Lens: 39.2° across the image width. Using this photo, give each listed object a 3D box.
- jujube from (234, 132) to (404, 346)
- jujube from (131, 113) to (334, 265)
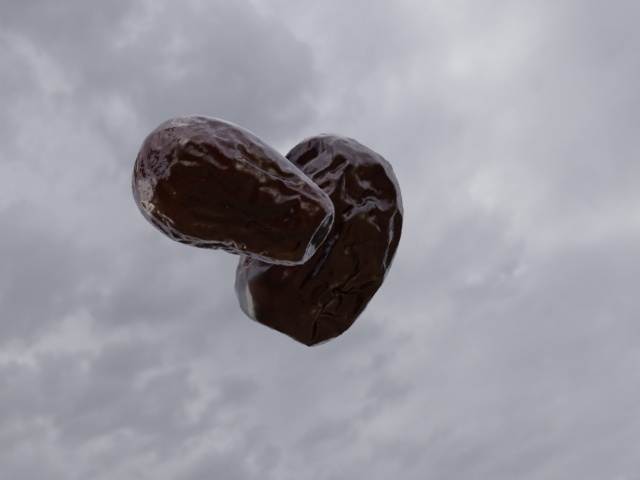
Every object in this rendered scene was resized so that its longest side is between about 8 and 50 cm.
[{"bbox_3d":[0.001,-0.001,1.643,0.276,0.276,0.376,29,-88,-43],"label":"jujube"},{"bbox_3d":[-0.113,-0.057,1.152,0.255,0.190,0.190,29,-47,9],"label":"jujube"}]
